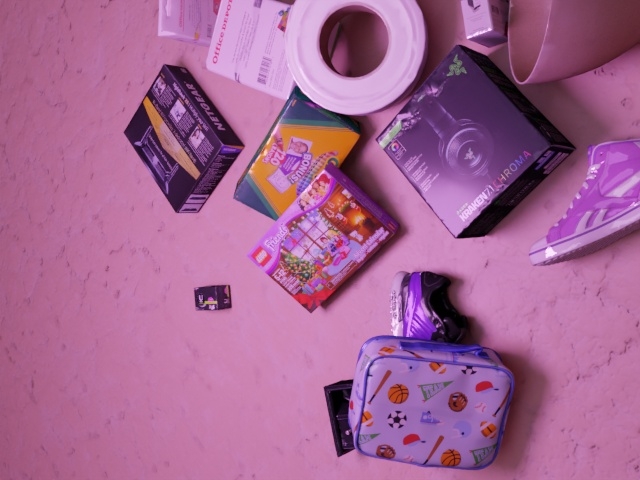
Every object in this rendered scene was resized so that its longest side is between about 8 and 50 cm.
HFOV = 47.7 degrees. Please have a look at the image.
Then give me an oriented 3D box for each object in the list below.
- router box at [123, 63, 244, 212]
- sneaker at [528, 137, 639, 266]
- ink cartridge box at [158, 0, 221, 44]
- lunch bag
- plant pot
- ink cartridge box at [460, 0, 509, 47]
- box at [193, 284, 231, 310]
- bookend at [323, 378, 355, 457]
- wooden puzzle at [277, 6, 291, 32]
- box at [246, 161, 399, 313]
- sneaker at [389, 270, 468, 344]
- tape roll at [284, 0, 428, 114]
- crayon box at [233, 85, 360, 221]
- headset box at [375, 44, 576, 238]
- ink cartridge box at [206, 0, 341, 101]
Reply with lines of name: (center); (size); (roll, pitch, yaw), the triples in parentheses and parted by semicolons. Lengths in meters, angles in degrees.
router box: (-0.362, -0.262, 1.875); (0.243, 0.081, 0.309); (-49, 64, 29)
sneaker: (0.468, -0.072, 1.248); (0.282, 0.102, 0.161); (-31, 70, 23)
ink cartridge box: (-0.328, -0.547, 1.760); (0.067, 0.198, 0.115); (6, 96, 37)
lunch bag: (0.211, 0.299, 1.365); (0.303, 0.115, 0.243); (7, 104, -6)
plant pot: (0.432, -0.395, 1.172); (0.190, 0.284, 0.284); (2, 95, 2)
ink cartridge box: (0.306, -0.438, 1.343); (0.056, 0.099, 0.135); (-11, 85, 38)
box: (-0.276, 0.147, 1.850); (0.083, 0.052, 0.062); (-6, 90, 39)
bookend: (0.101, 0.379, 1.563); (0.156, 0.072, 0.157); (-14, 84, 37)
wooden puzzle: (-0.064, -0.464, 1.540); (0.083, 0.006, 0.049); (40, 113, 26)
box: (0.000, 0.000, 1.576); (0.201, 0.057, 0.293); (42, 120, -3)
sneaker: (0.224, 0.203, 1.440); (0.146, 0.102, 0.294); (-7, 88, 37)
tape roll: (0.073, -0.395, 1.454); (0.286, 0.100, 0.286); (2, 99, 12)
crayon box: (-0.054, -0.176, 1.590); (0.165, 0.081, 0.278); (28, 116, -14)
headset box: (0.278, -0.188, 1.359); (0.246, 0.131, 0.283); (-47, 65, 29)
ink cartridge box: (-0.113, -0.444, 1.652); (0.272, 0.114, 0.199); (28, 109, 32)
